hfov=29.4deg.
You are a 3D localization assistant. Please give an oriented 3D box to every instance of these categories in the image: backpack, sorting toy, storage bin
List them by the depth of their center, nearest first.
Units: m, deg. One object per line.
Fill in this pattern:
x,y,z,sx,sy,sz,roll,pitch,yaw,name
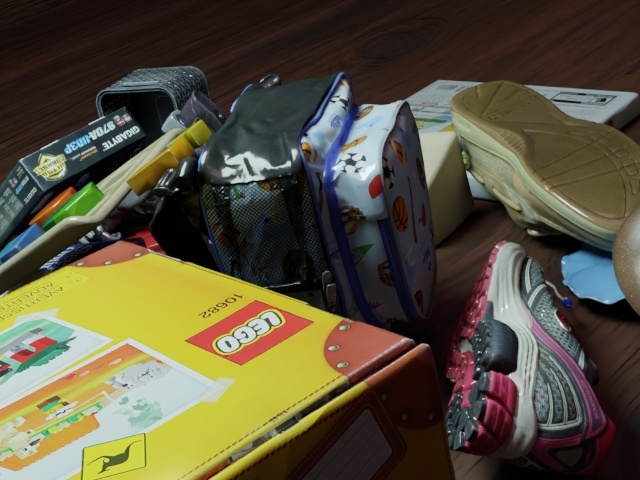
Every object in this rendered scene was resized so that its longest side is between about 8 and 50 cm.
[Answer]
0.000,0.000,1.107,0.213,0.264,0.276,1,26,17,backpack
-0.219,-0.047,1.207,0.307,0.041,0.229,-31,12,32,sorting toy
-0.202,-0.127,1.585,0.122,0.180,0.084,1,27,27,storage bin

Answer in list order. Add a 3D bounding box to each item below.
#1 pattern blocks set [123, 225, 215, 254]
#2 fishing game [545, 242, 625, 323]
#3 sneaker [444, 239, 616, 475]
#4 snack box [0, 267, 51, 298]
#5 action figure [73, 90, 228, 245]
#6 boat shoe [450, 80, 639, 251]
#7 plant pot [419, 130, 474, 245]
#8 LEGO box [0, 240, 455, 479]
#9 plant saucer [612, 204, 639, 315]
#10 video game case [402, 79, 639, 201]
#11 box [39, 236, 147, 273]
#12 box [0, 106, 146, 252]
-0.220,0.066,1.341,0.285,0.026,0.325,5,30,45,pattern blocks set
0.321,0.024,1.177,0.264,0.041,0.189,-19,18,-9,fishing game
0.168,0.101,1.010,0.112,0.121,0.299,19,25,-1,sneaker
-0.332,0.103,1.244,0.064,0.022,0.178,-6,45,25,snack box
-0.230,-0.056,1.480,0.285,0.099,0.185,-34,14,23,action figure
0.250,-0.064,1.289,0.121,0.110,0.341,-17,32,-12,boat shoe
0.101,-0.049,1.374,0.109,0.109,0.096,0,39,25,plant pot
-0.212,0.210,0.814,0.500,0.193,0.372,-28,28,-33,LEGO box
0.361,0.014,1.077,0.198,0.036,0.199,-1,51,2,plant saucer
0.203,-0.138,1.601,0.329,0.036,0.300,11,32,40,video game case
-0.286,0.046,1.357,0.225,0.037,0.136,-5,24,25,box
-0.335,-0.066,1.532,0.175,0.051,0.220,-36,-2,-43,box
